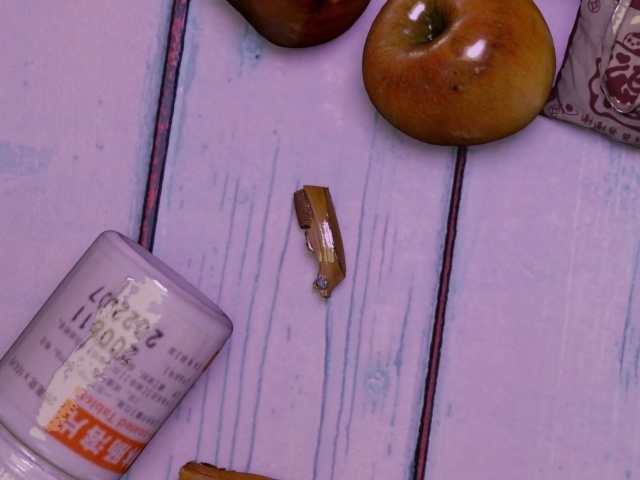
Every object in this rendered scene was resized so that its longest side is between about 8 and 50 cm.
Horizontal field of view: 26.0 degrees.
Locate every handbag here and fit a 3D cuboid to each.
[{"bbox_3d":[0.392,-0.209,1.709,0.213,0.235,0.127,23,48,11],"label":"handbag"}]

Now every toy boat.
[{"bbox_3d":[0.000,0.000,1.788,0.049,0.047,0.149,-14,81,17],"label":"toy boat"}]

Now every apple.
[{"bbox_3d":[0.176,-0.219,1.724,0.237,0.207,0.237,-12,62,24],"label":"apple"}]

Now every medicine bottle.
[{"bbox_3d":[-0.294,0.189,1.710,0.211,0.211,0.371,37,89,6],"label":"medicine bottle"}]

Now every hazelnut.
[{"bbox_3d":[-0.031,-0.360,1.754,0.229,0.229,0.229,0,85,4],"label":"hazelnut"}]

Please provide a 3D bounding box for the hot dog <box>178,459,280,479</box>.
[{"bbox_3d":[-0.045,0.348,1.748,0.289,0.083,0.068,19,106,6],"label":"hot dog"}]
